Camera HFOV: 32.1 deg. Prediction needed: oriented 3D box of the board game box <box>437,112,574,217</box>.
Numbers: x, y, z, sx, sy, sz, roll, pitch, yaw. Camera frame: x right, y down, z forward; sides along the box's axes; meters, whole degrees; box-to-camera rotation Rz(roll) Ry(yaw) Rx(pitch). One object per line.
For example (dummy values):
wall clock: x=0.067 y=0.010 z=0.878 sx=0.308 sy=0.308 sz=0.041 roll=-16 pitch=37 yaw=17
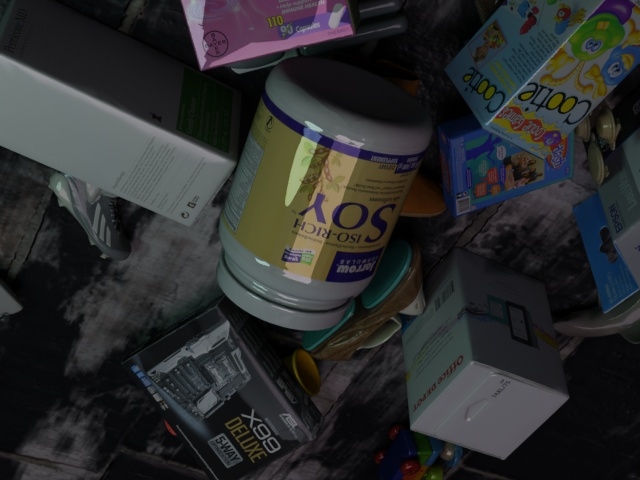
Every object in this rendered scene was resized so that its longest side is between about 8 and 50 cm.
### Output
board game box: x=0.290 y=-0.138 z=1.726 sx=0.210 sy=0.047 sz=0.160 roll=-18 pitch=132 yaw=-9

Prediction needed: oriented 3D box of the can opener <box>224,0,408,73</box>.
can opener: x=-0.012 y=-0.292 z=1.601 sx=0.280 sy=0.093 sz=0.074 roll=-14 pitch=130 yaw=6

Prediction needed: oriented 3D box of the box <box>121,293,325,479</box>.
box: x=-0.177 y=0.277 z=2.042 sx=0.242 sy=0.076 sz=0.307 roll=-31 pitch=100 yaw=25

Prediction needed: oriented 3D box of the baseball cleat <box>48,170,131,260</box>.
baseball cleat: x=-0.352 y=-0.049 z=1.826 sx=0.109 sy=0.072 sz=0.206 roll=-27 pitch=131 yaw=14

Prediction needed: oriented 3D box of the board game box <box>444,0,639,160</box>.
board game box: x=0.332 y=-0.271 z=1.536 sx=0.142 sy=0.144 sz=0.275 roll=21 pitch=122 yaw=-39

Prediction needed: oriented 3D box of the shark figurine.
shark figurine: x=0.558 y=0.116 z=1.960 sx=0.166 sy=0.116 sz=0.278 roll=21 pitch=131 yaw=-20

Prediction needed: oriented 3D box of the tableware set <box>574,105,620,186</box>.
tableware set: x=0.407 y=-0.174 z=1.660 sx=0.020 sy=0.169 sz=0.141 roll=-10 pitch=144 yaw=-4

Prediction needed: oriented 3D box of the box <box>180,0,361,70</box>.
box: x=-0.078 y=-0.369 z=1.449 sx=0.213 sy=0.117 sz=0.243 roll=-11 pitch=108 yaw=10

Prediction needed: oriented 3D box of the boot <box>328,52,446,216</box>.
boot: x=0.109 y=-0.161 z=1.709 sx=0.295 sy=0.104 sz=0.211 roll=18 pitch=126 yaw=-19

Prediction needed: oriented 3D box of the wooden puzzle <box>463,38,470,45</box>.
wooden puzzle: x=0.250 y=-0.280 z=1.664 sx=0.083 sy=0.006 sz=0.049 roll=15 pitch=130 yaw=-14

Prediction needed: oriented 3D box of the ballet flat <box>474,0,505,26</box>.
ballet flat: x=0.245 y=-0.351 z=1.574 sx=0.084 sy=0.058 sz=0.250 roll=-33 pitch=132 yaw=5

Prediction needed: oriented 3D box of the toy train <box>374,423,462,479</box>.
toy train: x=0.188 y=0.486 z=2.309 sx=0.143 sy=0.105 sz=0.248 roll=4 pitch=134 yaw=-22

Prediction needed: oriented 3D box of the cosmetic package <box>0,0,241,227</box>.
cosmetic package: x=-0.311 y=-0.191 z=1.614 sx=0.365 sy=0.197 sz=0.155 roll=24 pitch=127 yaw=-23

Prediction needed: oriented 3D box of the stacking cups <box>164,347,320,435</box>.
stacking cups: x=-0.153 y=0.306 z=2.141 sx=0.316 sy=0.096 sz=0.096 roll=-25 pitch=128 yaw=24

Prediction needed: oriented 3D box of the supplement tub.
supplement tub: x=-0.005 y=-0.065 z=1.570 sx=0.241 sy=0.241 sz=0.331 roll=14 pitch=116 yaw=-13

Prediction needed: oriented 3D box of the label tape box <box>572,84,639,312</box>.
label tape box: x=0.493 y=-0.094 z=1.671 sx=0.115 sy=0.249 sz=0.347 roll=28 pitch=126 yaw=-24

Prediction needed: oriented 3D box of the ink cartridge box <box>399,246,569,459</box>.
ink cartridge box: x=0.274 y=0.195 z=1.919 sx=0.197 sy=0.270 sz=0.198 roll=21 pitch=129 yaw=-19

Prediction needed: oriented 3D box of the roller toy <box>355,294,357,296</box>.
roller toy: x=0.000 y=0.000 z=1.821 sx=0.209 sy=0.146 sz=0.191 roll=41 pitch=115 yaw=-21

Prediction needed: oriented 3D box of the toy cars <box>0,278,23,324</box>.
toy cars: x=-0.667 y=0.179 z=2.026 sx=0.176 sy=0.087 sz=0.394 roll=16 pitch=127 yaw=-21

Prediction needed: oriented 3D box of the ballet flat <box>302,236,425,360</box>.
ballet flat: x=0.104 y=0.116 z=1.955 sx=0.124 sy=0.116 sz=0.342 roll=23 pitch=131 yaw=-25
